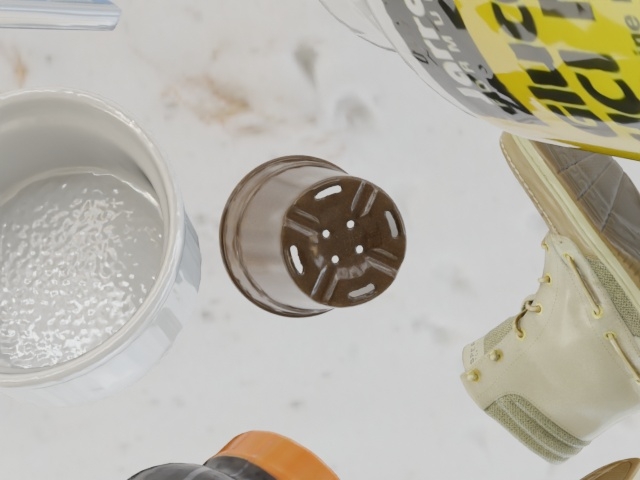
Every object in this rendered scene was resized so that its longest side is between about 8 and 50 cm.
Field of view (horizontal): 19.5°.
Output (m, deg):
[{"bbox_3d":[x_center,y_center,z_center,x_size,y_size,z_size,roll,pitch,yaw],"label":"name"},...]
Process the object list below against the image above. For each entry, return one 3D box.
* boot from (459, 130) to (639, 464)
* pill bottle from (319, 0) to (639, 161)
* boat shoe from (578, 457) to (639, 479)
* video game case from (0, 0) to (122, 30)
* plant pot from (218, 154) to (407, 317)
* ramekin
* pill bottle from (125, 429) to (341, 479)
[{"bbox_3d":[0.145,0.033,1.193,0.165,0.077,0.213,-35,93,37],"label":"boot"},{"bbox_3d":[0.121,-0.112,0.543,0.188,0.334,0.187,-5,101,-28],"label":"pill bottle"},{"bbox_3d":[0.140,0.186,1.005,0.063,0.170,0.059,-23,107,46],"label":"boat shoe"},{"bbox_3d":[-0.282,-0.214,1.405,0.212,0.193,0.023,-9,129,-60],"label":"video game case"},{"bbox_3d":[0.000,0.000,1.811,0.167,0.165,0.167,-1,93,-16],"label":"plant pot"},{"bbox_3d":[-0.239,0.016,1.650,0.277,0.277,0.135,-18,156,5],"label":"ramekin"},{"bbox_3d":[-0.082,0.191,0.857,0.130,0.246,0.130,24,134,27],"label":"pill bottle"}]
